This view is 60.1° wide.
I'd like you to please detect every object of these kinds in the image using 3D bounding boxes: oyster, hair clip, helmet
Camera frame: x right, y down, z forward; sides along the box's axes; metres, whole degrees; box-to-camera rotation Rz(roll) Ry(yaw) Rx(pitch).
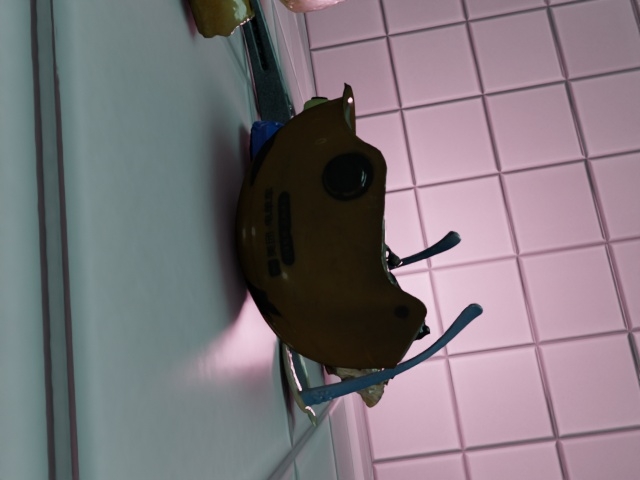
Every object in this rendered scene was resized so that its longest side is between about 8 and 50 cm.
[{"bbox_3d":[0.035,0.160,0.956,0.355,0.107,0.201,67,-12,-19],"label":"oyster"},{"bbox_3d":[-0.076,-0.234,0.629,0.070,0.039,0.230,-92,168,-64],"label":"hair clip"},{"bbox_3d":[0.000,0.000,0.446,0.198,0.130,0.224,67,7,-81],"label":"helmet"}]

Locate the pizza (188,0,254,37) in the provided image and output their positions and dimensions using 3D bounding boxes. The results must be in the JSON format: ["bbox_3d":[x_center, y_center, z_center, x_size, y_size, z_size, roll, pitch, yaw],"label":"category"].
[{"bbox_3d":[-0.081,-0.271,0.407,0.127,0.058,0.247,72,12,-69],"label":"pizza"}]

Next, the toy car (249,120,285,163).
[{"bbox_3d":[-0.029,-0.046,0.600,0.216,0.063,0.103,75,8,-61],"label":"toy car"}]

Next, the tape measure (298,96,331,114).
[{"bbox_3d":[-0.005,-0.233,1.204,0.154,0.087,0.178,96,-8,-53],"label":"tape measure"}]

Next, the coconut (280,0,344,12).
[{"bbox_3d":[-0.001,-0.491,0.840,0.259,0.259,0.259,-9,90,-86],"label":"coconut"}]

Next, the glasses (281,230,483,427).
[{"bbox_3d":[0.045,0.064,0.580,0.088,0.220,0.190,42,27,-20],"label":"glasses"}]
